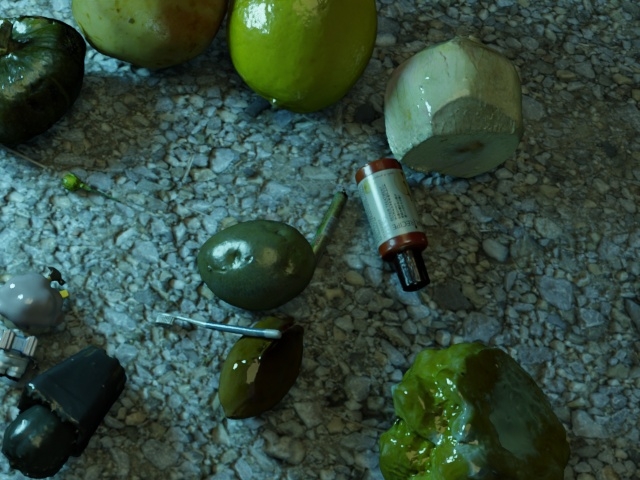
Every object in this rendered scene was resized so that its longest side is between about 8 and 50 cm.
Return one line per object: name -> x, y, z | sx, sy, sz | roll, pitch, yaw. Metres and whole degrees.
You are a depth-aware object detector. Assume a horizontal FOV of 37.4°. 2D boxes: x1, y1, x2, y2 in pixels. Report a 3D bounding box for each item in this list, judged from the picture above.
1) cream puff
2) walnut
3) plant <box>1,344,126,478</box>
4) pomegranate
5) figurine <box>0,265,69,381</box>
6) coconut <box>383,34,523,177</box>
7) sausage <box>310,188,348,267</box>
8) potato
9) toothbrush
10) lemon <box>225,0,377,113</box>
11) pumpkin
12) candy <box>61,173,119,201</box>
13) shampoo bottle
cream puff -> 0.257, 0.380, 1.745 | 0.378, 0.275, 0.378 | 24, 48, -28
walnut -> -0.110, 0.237, 1.794 | 0.137, 0.137, 0.245 | 29, 64, 3
plant -> -0.462, 0.304, 1.689 | 0.142, 0.164, 0.256 | 35, 51, 2
pomegranate -> -0.356, -0.525, 1.985 | 0.342, 0.342, 0.342 | 4, 67, -9
figurine -> -0.554, 0.147, 1.767 | 0.137, 0.112, 0.229 | 18, 75, -8
coconut -> 0.283, -0.290, 2.004 | 0.297, 0.297, 0.255 | -4, 67, -12
sausage -> 0.000, 0.000, 1.965 | 0.033, 0.033, 0.269 | 25, 65, 1
potato -> -0.127, 0.047, 1.862 | 0.235, 0.160, 0.178 | 10, 40, 10
toothbrush -> -0.198, 0.165, 1.797 | 0.275, 0.019, 0.025 | 6, 59, 25
lemon -> -0.040, -0.442, 1.988 | 0.348, 0.348, 0.348 | 4, 67, -9
pumpkin -> -0.624, -0.318, 1.876 | 0.325, 0.242, 0.232 | -8, 61, -9
candy -> -0.469, -0.103, 1.931 | 0.123, 0.035, 0.035 | 20, 75, -11
shampoo bottle -> 0.159, -0.028, 1.967 | 0.104, 0.104, 0.278 | -12, 70, -15
